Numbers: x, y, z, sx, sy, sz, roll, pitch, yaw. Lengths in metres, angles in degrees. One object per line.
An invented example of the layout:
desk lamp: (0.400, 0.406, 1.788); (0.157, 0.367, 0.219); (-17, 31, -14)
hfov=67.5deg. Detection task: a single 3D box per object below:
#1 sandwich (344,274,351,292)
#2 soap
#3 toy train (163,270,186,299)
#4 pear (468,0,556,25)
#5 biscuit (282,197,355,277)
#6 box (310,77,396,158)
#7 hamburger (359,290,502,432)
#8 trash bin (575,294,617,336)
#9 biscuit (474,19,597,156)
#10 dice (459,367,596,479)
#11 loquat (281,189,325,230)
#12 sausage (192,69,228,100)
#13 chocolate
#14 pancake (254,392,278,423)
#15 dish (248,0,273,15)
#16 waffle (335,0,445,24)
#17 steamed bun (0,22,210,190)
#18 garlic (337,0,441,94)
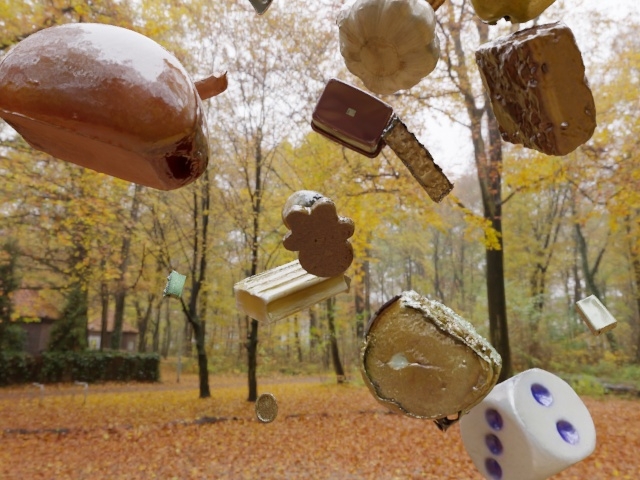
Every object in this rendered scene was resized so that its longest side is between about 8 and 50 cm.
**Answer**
sandwich: (0.007, 0.162, 1.898); (0.214, 0.065, 0.186); (6, -11, 13)
soap: (-0.078, 0.127, 1.306); (0.274, 0.089, 0.173); (-19, 22, -37)
toy train: (-0.469, 0.144, 1.542); (0.056, 0.093, 0.038); (23, -37, -24)
pear: (0.560, -0.837, 1.359); (0.340, 0.387, 0.191); (15, 4, 34)
biscuit: (0.000, 0.000, 1.152); (0.179, 0.039, 0.236); (-13, -51, 6)
box: (0.111, -0.427, 1.664); (0.294, 0.193, 0.167); (27, 6, 4)
hamburger: (0.249, 0.294, 1.170); (0.318, 0.277, 0.195); (42, 10, 24)
trash bin: (0.728, 0.198, 1.271); (0.061, 0.092, 0.043); (-27, -39, 7)
biscuit: (0.614, -0.436, 1.378); (0.166, 0.343, 0.395); (-27, 19, 7)
dice: (0.571, 0.531, 1.348); (0.243, 0.251, 0.259); (-11, -34, -28)
loquat: (-0.057, -0.108, 1.874); (0.179, 0.179, 0.227); (9, -3, -31)
sausage: (-0.321, -0.437, 1.359); (0.169, 0.065, 0.065); (-3, -13, 36)
chocolate: (0.321, -0.265, 1.604); (0.329, 0.102, 0.065); (46, -9, -19)
pancake: (-0.201, 0.619, 1.770); (0.115, 0.115, 0.011); (-8, -15, 31)
dish: (-0.216, -0.884, 1.593); (0.077, 0.212, 0.151); (-45, 4, -40)
waffle: (0.217, -0.704, 1.428); (0.213, 0.091, 0.308); (30, -65, -29)
steamed bun: (-0.399, -0.270, 0.948); (0.379, 0.248, 0.235); (16, -17, 0)
garlic: (0.149, -0.430, 0.980); (0.218, 0.212, 0.219); (18, -37, 14)
